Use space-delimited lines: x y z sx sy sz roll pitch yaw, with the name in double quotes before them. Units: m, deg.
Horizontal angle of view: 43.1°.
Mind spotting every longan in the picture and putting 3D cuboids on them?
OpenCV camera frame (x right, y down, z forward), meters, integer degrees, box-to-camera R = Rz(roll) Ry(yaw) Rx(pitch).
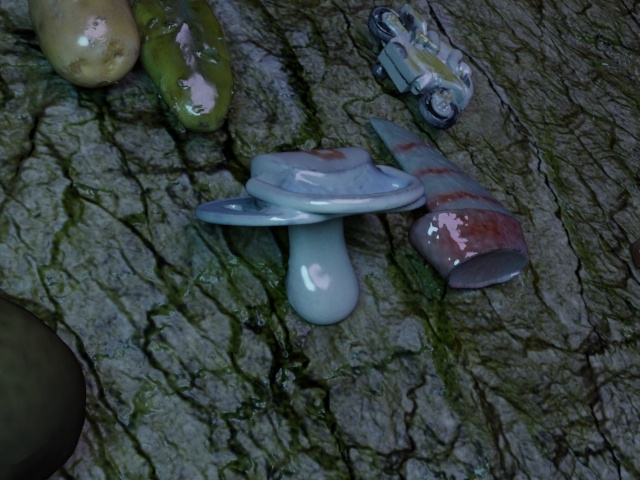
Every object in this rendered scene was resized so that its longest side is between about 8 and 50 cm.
"longan" -0.302 0.135 0.673 0.212 0.198 0.198 -15 69 -33

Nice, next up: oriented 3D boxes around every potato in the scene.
"potato" -0.171 -0.232 1.023 0.117 0.090 0.225 -14 71 -17
"potato" -0.284 -0.263 0.973 0.118 0.109 0.178 4 57 -48

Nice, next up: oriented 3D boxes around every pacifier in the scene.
"pacifier" 0.000 0.000 0.938 0.279 0.227 0.207 -8 105 -30

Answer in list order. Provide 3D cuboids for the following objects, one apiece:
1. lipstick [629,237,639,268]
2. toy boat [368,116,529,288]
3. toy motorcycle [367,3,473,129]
"lipstick" 0.553 0.024 1.258 0.145 0.045 0.045 6 57 -23
"toy boat" 0.165 -0.067 1.111 0.206 0.096 0.282 -7 52 -37
"toy motorcycle" 0.163 -0.265 1.223 0.151 0.074 0.228 -14 66 -35
